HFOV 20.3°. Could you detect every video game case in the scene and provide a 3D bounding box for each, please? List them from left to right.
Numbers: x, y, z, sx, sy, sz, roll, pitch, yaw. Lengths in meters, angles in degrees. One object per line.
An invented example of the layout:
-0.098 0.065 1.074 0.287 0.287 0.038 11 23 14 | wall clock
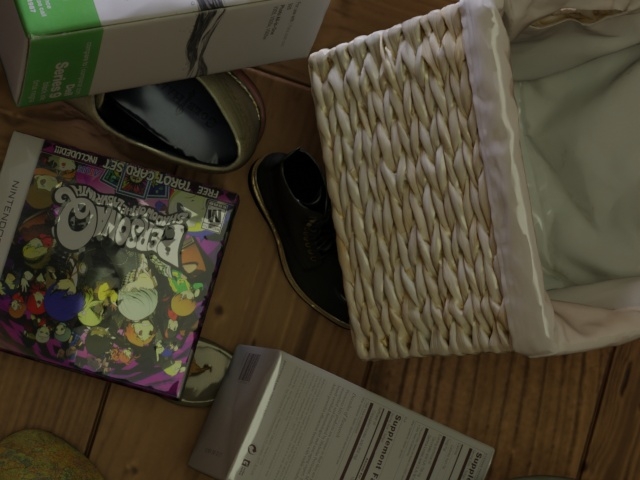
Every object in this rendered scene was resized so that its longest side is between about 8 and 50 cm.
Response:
-0.216 0.024 1.724 0.232 0.042 0.210 16 80 0 | video game case

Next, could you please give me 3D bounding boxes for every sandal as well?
-0.161 0.112 1.752 0.180 0.049 0.072 26 81 -13 | sandal

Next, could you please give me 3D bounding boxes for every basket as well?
0.202 -0.059 1.689 0.328 0.266 0.331 -9 88 -41 | basket

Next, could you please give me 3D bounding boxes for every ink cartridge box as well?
-0.159 -0.255 1.622 0.289 0.121 0.211 -11 64 -21 | ink cartridge box

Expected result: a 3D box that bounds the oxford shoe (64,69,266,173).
-0.223 -0.193 1.696 0.397 0.146 0.140 28 102 -8 | oxford shoe

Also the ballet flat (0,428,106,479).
-0.213 0.340 1.693 0.123 0.123 0.348 -22 91 -13 | ballet flat

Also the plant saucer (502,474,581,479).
0.195 0.426 1.713 0.400 0.100 0.400 -8 109 -25 | plant saucer

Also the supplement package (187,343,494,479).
0.019 0.210 1.731 0.244 0.139 0.134 26 81 -19 | supplement package

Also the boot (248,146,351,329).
0.000 0.000 1.753 0.077 0.137 0.198 -37 95 -12 | boot
